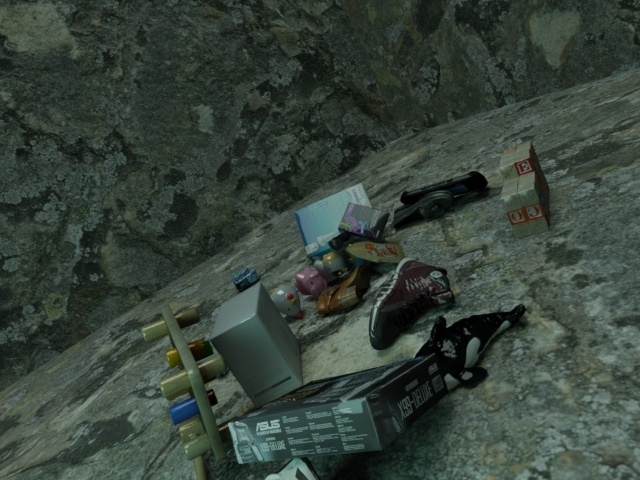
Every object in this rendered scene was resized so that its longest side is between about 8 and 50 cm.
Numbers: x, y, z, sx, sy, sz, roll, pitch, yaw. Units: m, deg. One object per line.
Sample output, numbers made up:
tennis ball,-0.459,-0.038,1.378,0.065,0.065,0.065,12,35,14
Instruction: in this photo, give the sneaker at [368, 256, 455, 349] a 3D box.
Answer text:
sneaker,0.233,0.152,1.056,0.162,0.107,0.281,6,47,33

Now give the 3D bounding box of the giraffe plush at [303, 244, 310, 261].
giraffe plush,0.000,0.000,1.869,0.210,0.181,0.171,1,50,17

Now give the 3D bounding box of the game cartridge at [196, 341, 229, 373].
game cartridge,-0.299,0.342,1.480,0.196,0.060,0.294,-19,18,46

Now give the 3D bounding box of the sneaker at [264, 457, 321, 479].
sneaker,-0.137,0.462,0.669,0.447,0.169,0.257,-9,15,33

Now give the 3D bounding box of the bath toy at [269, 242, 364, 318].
bath toy,-0.013,0.141,1.497,0.348,0.129,0.151,-34,-28,-26

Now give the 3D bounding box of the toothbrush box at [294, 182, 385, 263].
toothbrush box,0.073,-0.058,1.706,0.295,0.217,0.126,-24,-29,7

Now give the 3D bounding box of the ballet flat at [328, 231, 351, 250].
ballet flat,0.070,0.006,1.528,0.057,0.049,0.173,-39,-5,23

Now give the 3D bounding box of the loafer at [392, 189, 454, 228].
loafer,0.385,-0.105,1.658,0.267,0.096,0.084,-22,35,47

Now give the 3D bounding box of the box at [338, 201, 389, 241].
box,0.158,-0.069,1.597,0.162,0.029,0.116,16,71,22

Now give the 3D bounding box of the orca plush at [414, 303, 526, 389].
orca plush,0.268,0.191,0.848,0.287,0.102,0.151,-29,15,-2

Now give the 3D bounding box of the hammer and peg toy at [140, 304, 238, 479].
hammer and peg toy,-0.264,0.347,0.956,0.127,0.362,0.266,-20,31,-24

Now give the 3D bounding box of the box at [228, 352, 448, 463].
box,0.031,0.291,0.759,0.307,0.077,0.242,-26,-13,36

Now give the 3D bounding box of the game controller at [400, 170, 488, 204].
game controller,0.467,-0.190,1.672,0.319,0.067,0.166,-16,-6,29

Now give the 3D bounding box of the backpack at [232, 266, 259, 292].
backpack,-0.353,0.174,2.052,0.114,0.084,0.105,-30,17,-15

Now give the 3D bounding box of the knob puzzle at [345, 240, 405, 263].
knob puzzle,0.182,0.044,1.487,0.212,0.030,0.213,4,19,-1

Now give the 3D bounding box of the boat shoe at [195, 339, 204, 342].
boat shoe,-0.480,0.409,1.595,0.137,0.049,0.043,-32,17,-27

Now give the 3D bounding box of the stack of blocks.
stack of blocks,0.589,-0.156,1.263,0.087,0.171,0.297,-19,19,34

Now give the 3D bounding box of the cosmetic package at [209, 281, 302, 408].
cosmetic package,-0.162,0.265,1.148,0.138,0.225,0.224,-28,15,2

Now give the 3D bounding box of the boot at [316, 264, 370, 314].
boot,0.070,0.155,1.387,0.152,0.073,0.197,-26,12,27
